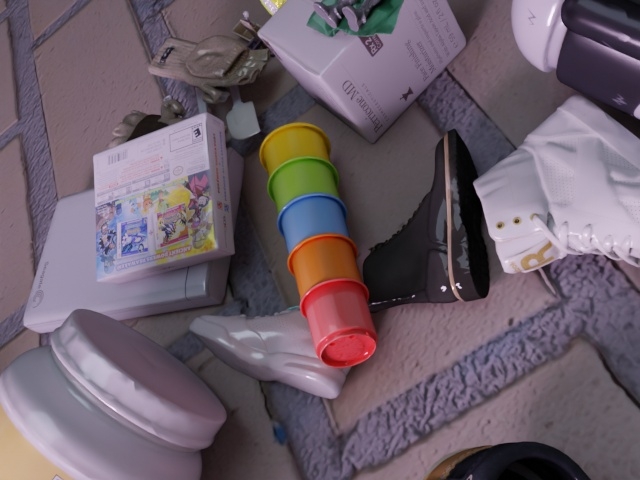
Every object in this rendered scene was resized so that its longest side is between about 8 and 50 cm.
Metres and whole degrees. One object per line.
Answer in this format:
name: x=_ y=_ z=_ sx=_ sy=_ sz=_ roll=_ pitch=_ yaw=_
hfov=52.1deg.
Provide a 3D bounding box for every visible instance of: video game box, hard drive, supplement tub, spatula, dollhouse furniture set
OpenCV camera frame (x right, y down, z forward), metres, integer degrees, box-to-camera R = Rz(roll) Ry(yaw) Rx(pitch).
video game box: x=-0.213 y=-0.051 z=0.872 sx=0.205 sy=0.048 sz=0.187 roll=-14 pitch=71 yaw=26
hard drive: x=-0.281 y=0.005 z=0.975 sx=0.353 sy=0.047 sz=0.232 roll=-12 pitch=58 yaw=28
supplement tub: x=-0.280 y=0.265 z=0.697 sx=0.241 sy=0.241 sz=0.331 roll=33 pitch=84 yaw=41
spatula: x=-0.185 y=-0.196 z=1.012 sx=0.168 sy=0.019 sz=0.242 roll=-29 pitch=43 yaw=9
dollhouse furniture set: x=-0.131 y=-0.330 z=1.044 sx=0.091 sy=0.081 sz=0.114 roll=-51 pitch=49 yaw=-2

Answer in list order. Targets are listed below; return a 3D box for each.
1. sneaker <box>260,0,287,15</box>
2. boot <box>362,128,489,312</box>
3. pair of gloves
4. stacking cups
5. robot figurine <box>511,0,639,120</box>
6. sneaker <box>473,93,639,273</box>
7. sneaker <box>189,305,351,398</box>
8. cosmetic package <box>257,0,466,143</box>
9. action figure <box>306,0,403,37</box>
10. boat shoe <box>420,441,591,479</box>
sneaker: x=-0.012 y=-0.374 z=0.939 sx=0.126 sy=0.091 sz=0.240 roll=-38 pitch=19 yaw=18
boot: x=0.105 y=-0.021 z=0.725 sx=0.137 sy=0.077 sz=0.197 roll=-15 pitch=56 yaw=32
pair of gloves: x=-0.197 y=-0.205 z=0.978 sx=0.204 sy=0.042 sz=0.240 roll=9 pitch=65 yaw=28
stacking cups: x=0.000 y=0.000 z=0.753 sx=0.096 sy=0.096 sz=0.316 roll=-29 pitch=49 yaw=16
robot figurine: x=0.315 y=-0.201 z=0.596 sx=0.278 sy=0.209 sz=0.173 roll=35 pitch=90 yaw=22
sneaker: x=0.255 y=-0.001 z=0.599 sx=0.169 sy=0.108 sz=0.292 roll=-39 pitch=40 yaw=10
sneaker: x=-0.051 y=0.110 z=0.757 sx=0.212 sy=0.080 sz=0.094 roll=12 pitch=60 yaw=29
cosmetic package: x=0.054 y=-0.258 z=0.837 sx=0.183 sy=0.151 sz=0.151 roll=-48 pitch=50 yaw=2
action figure: x=0.085 y=-0.329 z=0.724 sx=0.137 sy=0.063 sz=0.232 roll=25 pitch=76 yaw=41
boat shoe: x=0.154 y=0.360 z=0.387 sx=0.187 sy=0.156 sz=0.499 roll=0 pitch=56 yaw=-7
